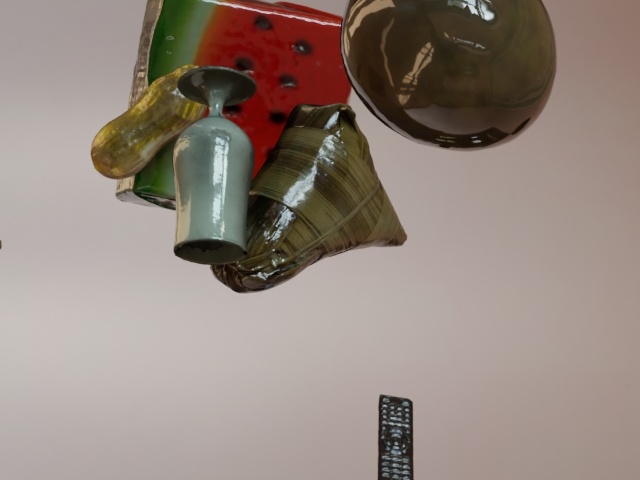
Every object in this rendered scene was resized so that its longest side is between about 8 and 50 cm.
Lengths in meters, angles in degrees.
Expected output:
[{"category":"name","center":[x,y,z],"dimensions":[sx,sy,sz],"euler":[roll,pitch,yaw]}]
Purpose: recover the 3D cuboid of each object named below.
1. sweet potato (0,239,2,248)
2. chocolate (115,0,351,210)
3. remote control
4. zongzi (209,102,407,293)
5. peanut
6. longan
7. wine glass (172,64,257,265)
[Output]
[{"category":"sweet potato","center":[-0.491,0.021,1.438],"dimensions":[0.078,0.255,0.058],"euler":[-22,-108,51]},{"category":"chocolate","center":[-0.120,-0.205,1.935],"dimensions":[0.161,0.341,0.360],"euler":[-147,-114,-79]},{"category":"remote control","center":[0.118,0.348,2.020],"dimensions":[0.245,0.063,0.025],"euler":[-86,-166,-45]},{"category":"zongzi","center":[0.000,0.000,1.712],"dimensions":[0.286,0.134,0.288],"euler":[-55,135,-23]},{"category":"peanut","center":[-0.236,-0.165,1.782],"dimensions":[0.206,0.087,0.087],"euler":[-42,-178,-1]},{"category":"longan","center":[0.100,-0.153,1.031],"dimensions":[0.159,0.185,0.204],"euler":[-55,-158,-12]},{"category":"wine glass","center":[-0.130,-0.089,1.547],"dimensions":[0.103,0.103,0.231],"euler":[101,-11,-69]}]
